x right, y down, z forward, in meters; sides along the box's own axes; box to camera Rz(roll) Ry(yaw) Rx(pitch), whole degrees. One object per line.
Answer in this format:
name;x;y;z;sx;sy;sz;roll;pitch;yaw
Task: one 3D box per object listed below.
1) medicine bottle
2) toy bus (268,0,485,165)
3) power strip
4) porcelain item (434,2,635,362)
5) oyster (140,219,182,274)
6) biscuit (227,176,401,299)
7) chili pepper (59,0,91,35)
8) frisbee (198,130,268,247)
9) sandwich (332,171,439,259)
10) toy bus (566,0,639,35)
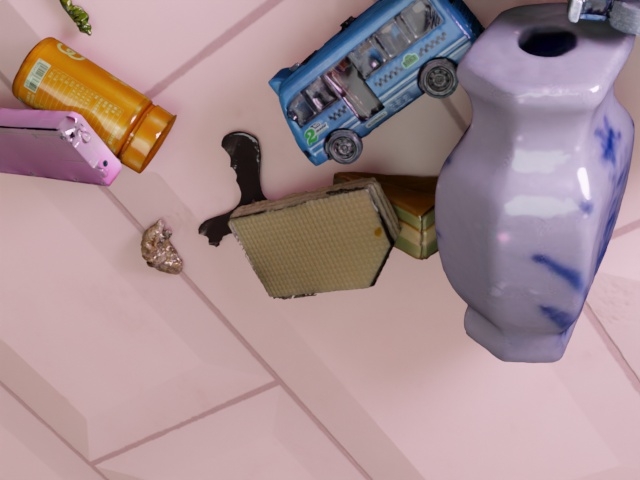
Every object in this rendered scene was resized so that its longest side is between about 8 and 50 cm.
medicine bottle;-0.297;-0.178;0.986;0.192;0.096;0.096;32;124;-8
toy bus;0.065;-0.201;0.874;0.246;0.113;0.134;-32;106;27
power strip;-0.390;-0.129;1.007;0.279;0.037;0.109;9;148;33
porcelain item;0.244;-0.048;0.858;0.179;0.242;0.405;18;139;26
oyster;-0.240;0.018;1.135;0.083;0.038;0.081;41;120;-12
biscuit;0.000;0.000;1.009;0.252;0.052;0.150;-11;118;39
chili pepper;-0.319;-0.300;0.957;0.027;0.022;0.083;-18;112;25
frisbee;-0.108;-0.047;1.077;0.187;0.012;0.211;-26;114;27
sandwich;0.112;-0.054;1.017;0.163;0.113;0.079;27;134;39
toy bus;0.395;-0.279;0.697;0.313;0.190;0.152;9;123;8
